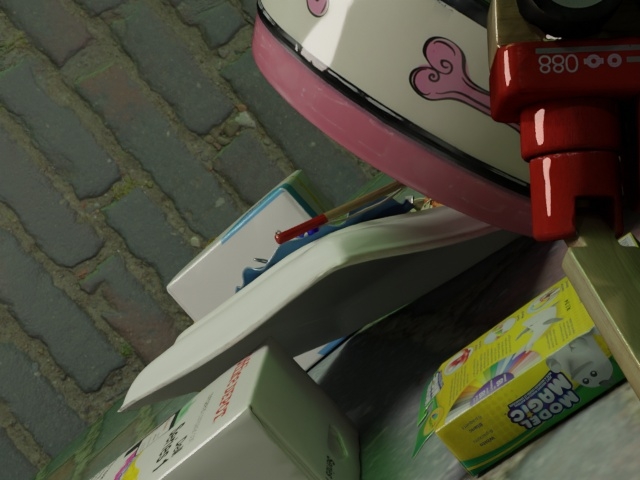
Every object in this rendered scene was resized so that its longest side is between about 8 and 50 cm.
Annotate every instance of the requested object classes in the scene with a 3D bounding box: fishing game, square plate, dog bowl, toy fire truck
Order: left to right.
[{"bbox_3d":[0.000,0.000,0.856,0.189,0.041,0.264,-24,-11,-17],"label":"fishing game"},{"bbox_3d":[0.016,0.051,0.897,0.347,0.049,0.344,-12,-17,-47],"label":"square plate"},{"bbox_3d":[0.120,-0.154,0.815,0.150,0.408,0.408,-59,-2,21],"label":"dog bowl"},{"bbox_3d":[0.204,-0.041,0.486,0.217,0.246,0.158,-1,-5,5],"label":"toy fire truck"}]

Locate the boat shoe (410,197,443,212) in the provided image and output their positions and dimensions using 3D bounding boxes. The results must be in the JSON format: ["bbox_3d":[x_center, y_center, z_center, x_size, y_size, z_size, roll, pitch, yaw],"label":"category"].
[{"bbox_3d":[0.165,-0.045,1.351,0.049,0.043,0.137,-40,6,-9],"label":"boat shoe"}]

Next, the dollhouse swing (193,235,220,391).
[{"bbox_3d":[-0.059,0.105,1.617,0.347,0.305,0.315,-159,77,-84],"label":"dollhouse swing"}]

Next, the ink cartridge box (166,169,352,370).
[{"bbox_3d":[-0.048,0.046,1.257,0.198,0.197,0.270,-40,5,9],"label":"ink cartridge box"}]

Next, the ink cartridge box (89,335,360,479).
[{"bbox_3d":[-0.112,0.218,0.711,0.278,0.117,0.201,-39,5,6],"label":"ink cartridge box"}]

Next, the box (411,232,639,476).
[{"bbox_3d":[0.135,0.075,0.571,0.179,0.043,0.105,-36,7,18],"label":"box"}]
